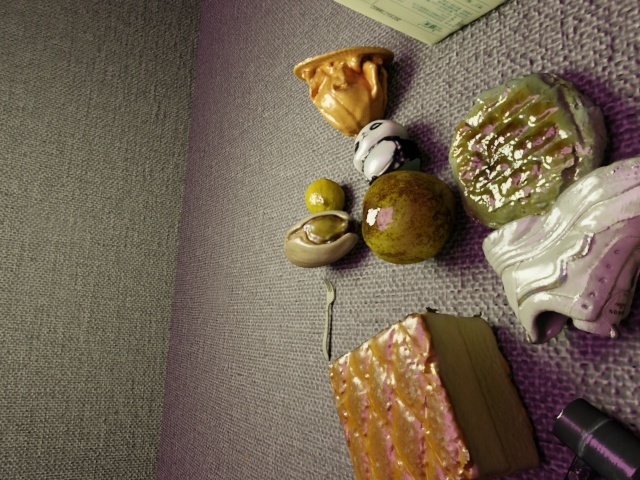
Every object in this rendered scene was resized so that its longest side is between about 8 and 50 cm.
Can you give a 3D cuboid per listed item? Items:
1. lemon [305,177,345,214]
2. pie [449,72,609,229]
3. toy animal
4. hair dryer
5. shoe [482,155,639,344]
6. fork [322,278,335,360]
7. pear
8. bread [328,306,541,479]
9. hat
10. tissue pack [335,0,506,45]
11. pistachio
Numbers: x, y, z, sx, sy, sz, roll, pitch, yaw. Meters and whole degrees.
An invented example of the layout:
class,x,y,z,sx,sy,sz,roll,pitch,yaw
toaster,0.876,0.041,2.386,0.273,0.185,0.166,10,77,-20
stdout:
class,x,y,z,sx,sy,sz,roll,pitch,yaw
lemon,0.012,-0.115,1.345,0.133,0.109,0.109,-101,32,-66
pie,0.344,-0.155,0.872,0.306,0.071,0.306,-26,59,54
toy animal,0.142,-0.190,1.134,0.166,0.138,0.179,-40,53,24
hair dryer,0.377,0.350,0.702,0.124,0.072,0.219,44,125,52
shoe,0.396,0.032,0.695,0.342,0.132,0.210,-43,50,51
fork,0.023,0.213,1.330,0.034,0.028,0.219,-10,78,49
pear,0.182,-0.047,0.996,0.197,0.197,0.197,-21,65,54
bread,0.186,0.299,0.873,0.279,0.207,0.279,-46,49,39
hat,0.072,-0.331,1.241,0.233,0.244,0.233,-12,86,64
tissue pack,0.174,-0.574,0.958,0.297,0.381,0.207,-13,71,54
pistachio,0.000,0.000,1.292,0.238,0.153,0.137,-23,65,46
